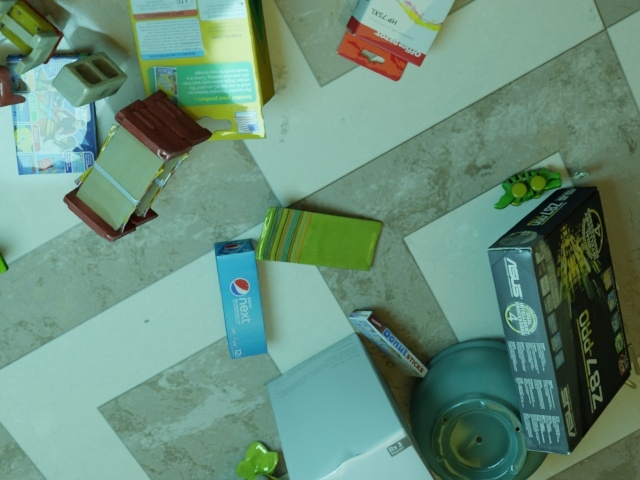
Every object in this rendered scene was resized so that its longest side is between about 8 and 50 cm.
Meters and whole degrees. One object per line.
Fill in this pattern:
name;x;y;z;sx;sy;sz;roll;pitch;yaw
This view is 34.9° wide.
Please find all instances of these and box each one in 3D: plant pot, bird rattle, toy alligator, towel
plant pot;0.303;0.354;1.926;0.293;0.196;0.293;2;100;11
bird rattle;-0.169;0.514;1.968;0.253;0.207;0.143;-34;95;-6
toy alligator;0.404;-0.111;1.895;0.189;0.056;0.051;-21;73;-1
towel;0.000;0.000;1.846;0.237;0.021;0.102;7;109;-29

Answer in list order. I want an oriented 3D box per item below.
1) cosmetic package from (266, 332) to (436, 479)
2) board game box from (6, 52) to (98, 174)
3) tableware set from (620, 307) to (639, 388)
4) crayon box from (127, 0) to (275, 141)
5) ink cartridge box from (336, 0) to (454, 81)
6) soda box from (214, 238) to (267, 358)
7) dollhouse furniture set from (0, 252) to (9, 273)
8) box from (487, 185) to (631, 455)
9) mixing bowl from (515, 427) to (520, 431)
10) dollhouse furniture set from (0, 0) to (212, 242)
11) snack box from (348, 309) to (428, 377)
cosmetic package;0.047;0.347;1.829;0.217;0.385;0.156;-30;113;3
board game box;-0.447;-0.212;1.711;0.136;0.035;0.201;-2;112;-9
tableware set;0.577;0.229;2.063;0.128;0.039;0.194;-23;114;0
crayon box;-0.193;-0.326;1.650;0.203;0.083;0.323;-1;113;15
ink cartridge box;0.136;-0.387;1.721;0.134;0.078;0.231;22;107;-17
soda box;-0.146;0.108;1.873;0.071;0.067;0.210;-9;113;-7
dollhouse furniture set;-0.686;-0.039;1.723;0.197;0.151;0.302;-29;97;-20
box;0.441;0.136;1.848;0.318;0.097;0.395;-31;113;-46
mixing bowl;0.451;0.363;2.063;0.181;0.098;0.181;-3;111;-8
dollhouse furniture set;-0.387;-0.203;1.635;0.374;0.152;0.201;42;118;2
snack box;0.131;0.200;1.959;0.178;0.064;0.022;46;68;-22
